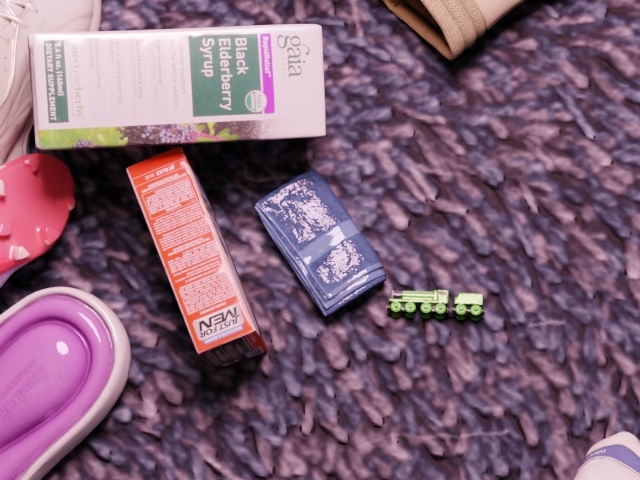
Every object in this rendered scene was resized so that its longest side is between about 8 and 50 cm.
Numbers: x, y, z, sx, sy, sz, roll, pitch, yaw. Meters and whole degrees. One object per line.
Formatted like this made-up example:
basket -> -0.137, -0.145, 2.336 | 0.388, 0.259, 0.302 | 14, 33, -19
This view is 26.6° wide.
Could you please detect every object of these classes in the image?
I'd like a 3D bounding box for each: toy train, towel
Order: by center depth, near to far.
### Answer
toy train -> 0.097, 0.053, 1.134 | 0.083, 0.017, 0.024 | 3, 65, 5
towel -> 0.000, 0.000, 1.149 | 0.067, 0.029, 0.119 | -33, 75, -6

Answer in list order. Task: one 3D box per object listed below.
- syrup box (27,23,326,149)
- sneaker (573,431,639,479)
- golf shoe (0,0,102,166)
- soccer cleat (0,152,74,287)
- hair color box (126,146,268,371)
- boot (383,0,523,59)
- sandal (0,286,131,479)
syrup box -> -0.118, -0.126, 1.119 | 0.236, 0.096, 0.093 | -4, 94, -12
sneaker -> 0.320, 0.247, 1.016 | 0.296, 0.112, 0.131 | 33, 44, -5
golf shoe -> -0.276, -0.158, 1.157 | 0.115, 0.140, 0.306 | 17, 75, 10
soccer cleat -> -0.292, 0.022, 1.112 | 0.083, 0.095, 0.248 | 47, 52, -25
hair color box -> -0.100, 0.017, 1.119 | 0.053, 0.093, 0.167 | -21, 75, -1
boot -> 0.112, -0.305, 1.192 | 0.203, 0.095, 0.262 | -35, 79, -4
sandal -> -0.325, 0.196, 1.082 | 0.169, 0.102, 0.416 | 35, 80, 12
